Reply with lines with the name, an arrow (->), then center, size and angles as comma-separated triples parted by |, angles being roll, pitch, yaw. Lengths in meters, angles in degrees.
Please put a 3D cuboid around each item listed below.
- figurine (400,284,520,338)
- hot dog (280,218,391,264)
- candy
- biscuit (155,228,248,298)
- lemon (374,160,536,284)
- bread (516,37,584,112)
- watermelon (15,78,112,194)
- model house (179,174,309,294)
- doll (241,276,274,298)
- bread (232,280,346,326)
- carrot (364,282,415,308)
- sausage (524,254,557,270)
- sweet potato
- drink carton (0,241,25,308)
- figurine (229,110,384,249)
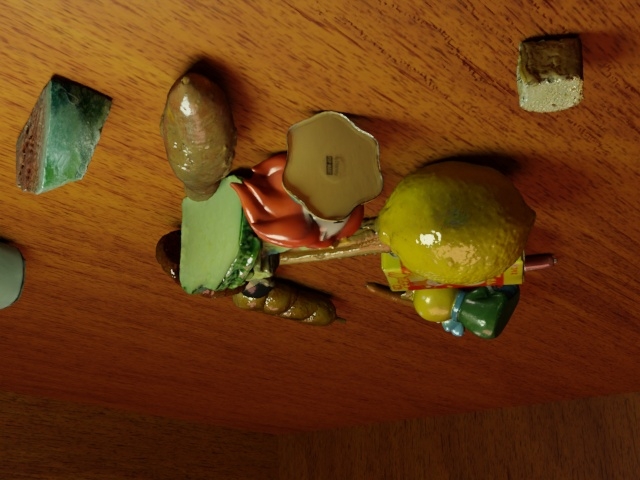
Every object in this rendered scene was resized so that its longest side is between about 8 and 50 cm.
figurine -> 0.312, 0.120, 1.885 | 0.234, 0.185, 0.127 | 17, 139, 31
hot dog -> 0.000, 0.001, 1.619 | 0.289, 0.068, 0.083 | -6, 144, 8
candy -> 0.266, 0.037, 1.683 | 0.276, 0.088, 0.146 | -4, 157, 13
biscuit -> -0.223, 0.041, 1.605 | 0.192, 0.192, 0.049 | 14, 122, -31
lemon -> 0.218, -0.028, 1.362 | 0.260, 0.204, 0.204 | -1, 159, 3
bread -> 0.288, -0.210, 1.062 | 0.083, 0.070, 0.076 | -2, 158, 10
watermelon -> -0.397, -0.129, 1.238 | 0.094, 0.154, 0.241 | 15, 168, -32
model house -> -0.117, 0.001, 1.479 | 0.189, 0.195, 0.214 | 8, 162, -39
doll -> -0.165, 0.066, 1.785 | 0.179, 0.089, 0.102 | 32, -175, -36
bread -> -0.064, 0.148, 1.993 | 0.344, 0.084, 0.124 | 19, 175, -40
carrot -> 0.179, 0.133, 2.007 | 0.190, 0.037, 0.037 | 16, 154, -31
sausage -> 0.395, 0.057, 1.811 | 0.223, 0.029, 0.029 | -8, 157, 21
sweet potato -> -0.177, -0.127, 1.245 | 0.109, 0.109, 0.385 | 3, 159, -5
drink carton -> -0.704, 0.059, 1.652 | 0.185, 0.191, 0.189 | -7, 164, 14
figurine -> -0.017, -0.074, 1.315 | 0.208, 0.181, 0.257 | -36, 170, -19
